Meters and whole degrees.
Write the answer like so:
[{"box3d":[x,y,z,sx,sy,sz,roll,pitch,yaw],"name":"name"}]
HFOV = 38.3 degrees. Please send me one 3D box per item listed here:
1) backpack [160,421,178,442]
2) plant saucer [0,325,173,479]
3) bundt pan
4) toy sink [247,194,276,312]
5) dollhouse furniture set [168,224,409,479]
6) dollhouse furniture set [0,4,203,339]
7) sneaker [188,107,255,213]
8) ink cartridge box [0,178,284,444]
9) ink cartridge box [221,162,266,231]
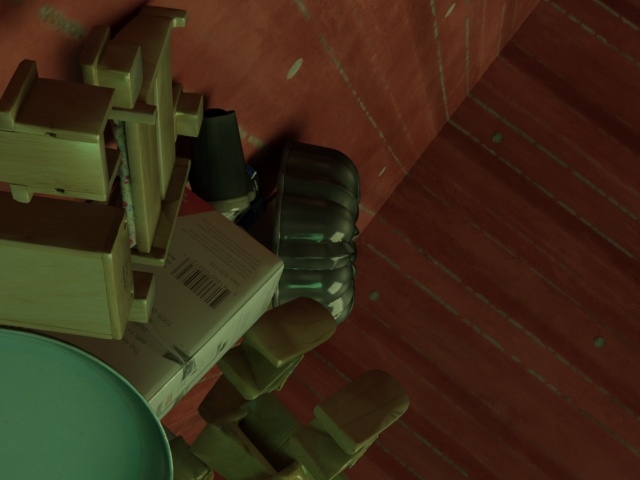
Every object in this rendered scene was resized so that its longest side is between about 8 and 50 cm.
[{"box3d":[-0.340,0.415,1.657,0.191,0.225,0.253,-49,179,-5],"name":"backpack"},{"box3d":[-0.290,0.200,0.811,0.317,0.317,0.044,-55,-157,18],"name":"plant saucer"},{"box3d":[0.000,0.000,1.508,0.331,0.124,0.331,3,90,-87],"name":"bundt pan"},{"box3d":[-0.081,0.050,1.728,0.131,0.234,0.153,-16,-156,49],"name":"toy sink"},{"box3d":[-0.104,0.197,1.262,0.256,0.394,0.362,-22,153,-54],"name":"dollhouse furniture set"},{"box3d":[-0.214,-0.110,0.771,0.303,0.173,0.355,99,-1,-49],"name":"dollhouse furniture set"},{"box3d":[-0.123,-0.105,1.136,0.222,0.083,0.118,-136,-139,-77],"name":"sneaker"},{"box3d":[-0.210,0.075,0.980,0.283,0.207,0.117,-45,167,-35],"name":"ink cartridge box"},{"box3d":[-0.135,-0.053,1.391,0.097,0.046,0.207,-49,171,-10],"name":"ink cartridge box"}]
